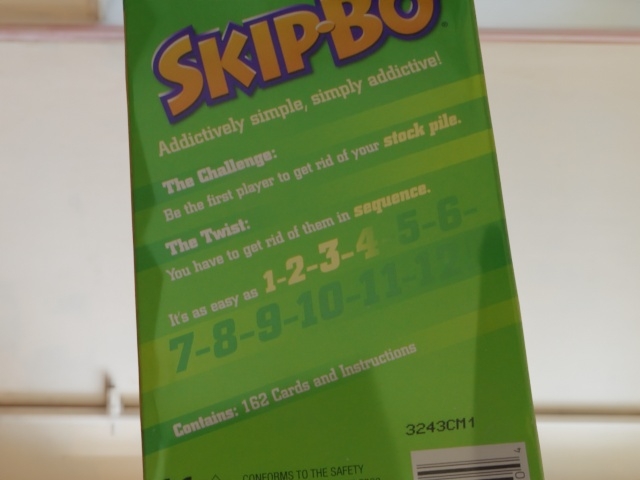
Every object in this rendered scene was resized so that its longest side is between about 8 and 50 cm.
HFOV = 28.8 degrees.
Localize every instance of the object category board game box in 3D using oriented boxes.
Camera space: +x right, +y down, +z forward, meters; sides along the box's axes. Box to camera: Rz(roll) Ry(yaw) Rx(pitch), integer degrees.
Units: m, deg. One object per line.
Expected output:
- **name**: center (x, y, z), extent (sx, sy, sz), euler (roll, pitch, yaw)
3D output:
- **board game box**: center (0.000, 0.000, 0.419), extent (0.039, 0.124, 0.259), euler (94, -9, -73)
